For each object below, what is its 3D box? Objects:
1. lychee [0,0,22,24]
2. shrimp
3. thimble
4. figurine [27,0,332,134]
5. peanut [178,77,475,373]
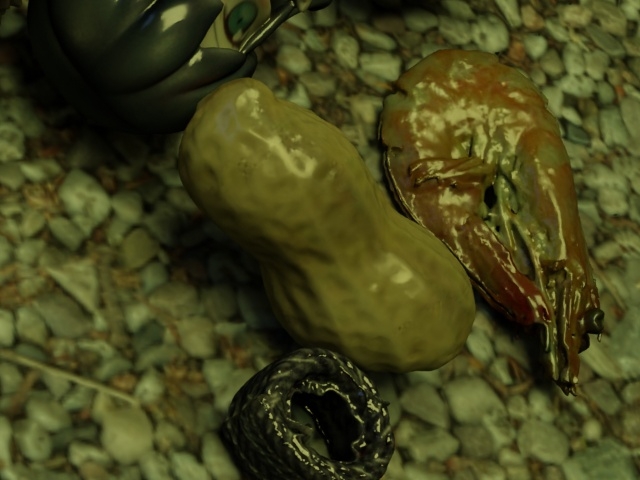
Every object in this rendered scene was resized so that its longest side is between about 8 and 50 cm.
[{"bbox_3d":[-0.289,-0.237,1.168,0.300,0.300,0.300,15,55,-23],"label":"lychee"},{"bbox_3d":[0.136,-0.016,1.420,0.154,0.062,0.294,-11,65,-22],"label":"shrimp"},{"bbox_3d":[-0.005,0.125,1.241,0.104,0.066,0.095,35,51,-11],"label":"thimble"},{"bbox_3d":[-0.084,-0.189,1.299,0.175,0.197,0.265,48,53,0],"label":"figurine"},{"bbox_3d":[0.000,0.000,1.263,0.257,0.123,0.123,44,47,-25],"label":"peanut"}]
